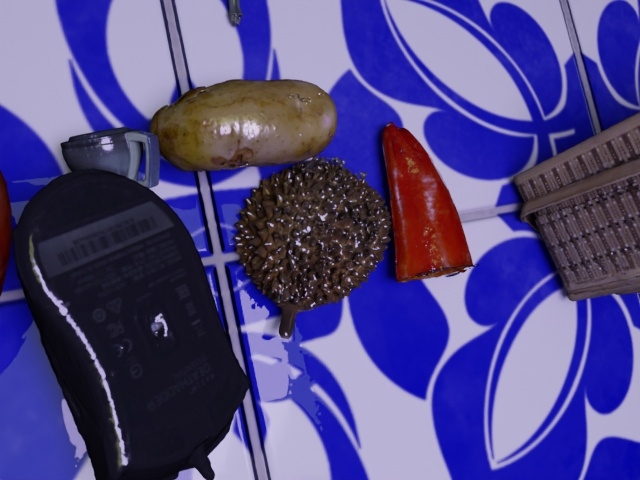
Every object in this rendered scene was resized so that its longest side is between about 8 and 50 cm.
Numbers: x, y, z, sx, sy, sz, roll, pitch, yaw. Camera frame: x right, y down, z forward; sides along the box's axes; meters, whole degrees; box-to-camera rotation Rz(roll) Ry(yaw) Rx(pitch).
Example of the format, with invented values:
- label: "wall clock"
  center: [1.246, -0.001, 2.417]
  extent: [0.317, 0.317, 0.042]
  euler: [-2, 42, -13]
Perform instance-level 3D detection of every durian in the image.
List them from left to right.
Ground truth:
- label: "durian"
  center: [0.000, 0.000, 0.575]
  extent: [0.148, 0.091, 0.189]
  euler: [25, 74, -15]

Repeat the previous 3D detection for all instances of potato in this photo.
- label: "potato"
  center: [-0.066, -0.104, 0.563]
  extent: [0.170, 0.107, 0.080]
  euler: [-6, 117, -18]

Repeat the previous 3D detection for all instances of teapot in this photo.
- label: "teapot"
  center: [-0.172, -0.066, 0.532]
  extent: [0.066, 0.088, 0.057]
  euler: [-39, 123, -61]

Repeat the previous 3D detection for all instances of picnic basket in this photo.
- label: "picnic basket"
  center: [0.399, -0.061, 0.666]
  extent: [0.312, 0.228, 0.175]
  euler: [-22, 85, -24]

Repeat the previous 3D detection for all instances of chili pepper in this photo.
- label: "chili pepper"
  center: [0.095, -0.043, 0.639]
  extent: [0.088, 0.065, 0.169]
  euler: [-7, 77, -38]

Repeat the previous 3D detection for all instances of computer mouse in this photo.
- label: "computer mouse"
  center: [-0.152, 0.077, 0.505]
  extent: [0.147, 0.088, 0.264]
  euler: [-24, 93, -44]

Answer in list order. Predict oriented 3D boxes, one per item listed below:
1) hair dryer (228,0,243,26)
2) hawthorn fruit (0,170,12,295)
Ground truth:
- label: "hair dryer"
  center: [-0.090, -0.311, 0.628]
  extent: [0.100, 0.057, 0.198]
  euler: [-6, 91, -21]
- label: "hawthorn fruit"
  center: [-0.309, -0.003, 0.322]
  extent: [0.284, 0.369, 0.285]
  euler: [2, 87, -38]
